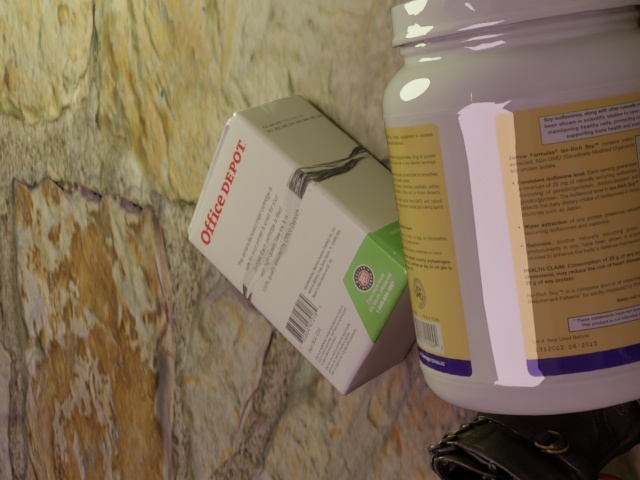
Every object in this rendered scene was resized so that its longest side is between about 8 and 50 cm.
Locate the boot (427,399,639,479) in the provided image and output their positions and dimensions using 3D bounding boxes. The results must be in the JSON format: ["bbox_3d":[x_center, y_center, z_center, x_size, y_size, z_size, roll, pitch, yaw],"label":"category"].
[{"bbox_3d":[0.174,0.155,1.025,0.263,0.229,0.091,29,125,32],"label":"boot"}]

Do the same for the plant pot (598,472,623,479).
[{"bbox_3d":[0.211,0.322,1.090,0.174,0.191,0.191,-8,101,48],"label":"plant pot"}]

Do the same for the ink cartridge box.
[{"bbox_3d":[0.000,0.000,1.211,0.273,0.115,0.198,44,131,22],"label":"ink cartridge box"}]

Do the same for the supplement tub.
[{"bbox_3d":[0.181,-0.044,0.918,0.241,0.241,0.331,-1,100,44],"label":"supplement tub"}]
